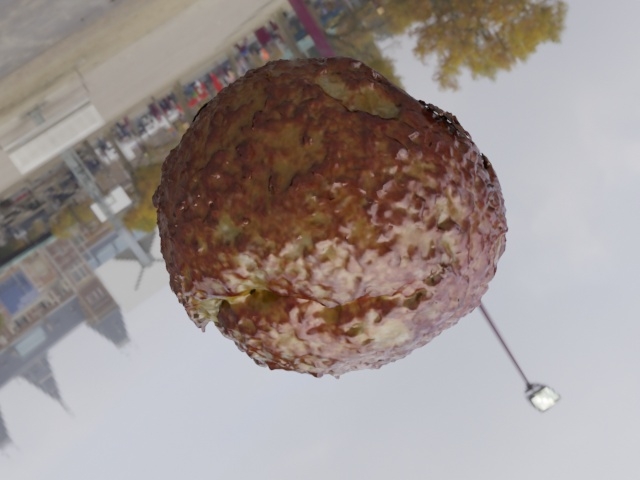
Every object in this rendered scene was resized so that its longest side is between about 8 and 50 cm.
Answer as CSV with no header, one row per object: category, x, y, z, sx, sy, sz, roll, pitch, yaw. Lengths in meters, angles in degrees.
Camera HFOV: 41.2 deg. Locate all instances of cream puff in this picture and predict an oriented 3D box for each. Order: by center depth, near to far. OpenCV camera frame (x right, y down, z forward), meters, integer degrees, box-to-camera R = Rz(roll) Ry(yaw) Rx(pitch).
cream puff,-0.001,0.000,0.571,0.240,0.240,0.164,-22,-134,41
